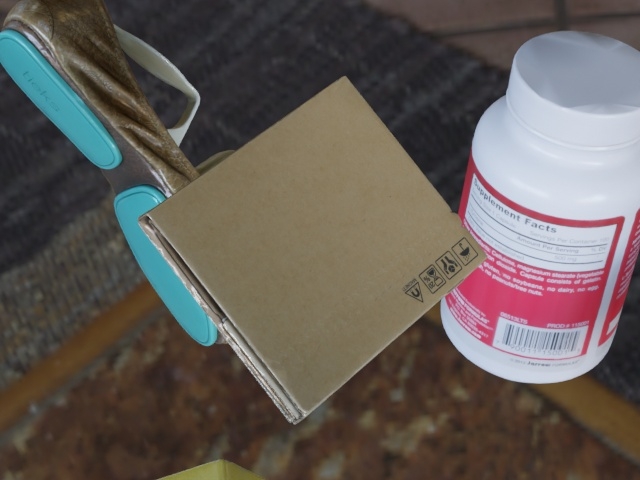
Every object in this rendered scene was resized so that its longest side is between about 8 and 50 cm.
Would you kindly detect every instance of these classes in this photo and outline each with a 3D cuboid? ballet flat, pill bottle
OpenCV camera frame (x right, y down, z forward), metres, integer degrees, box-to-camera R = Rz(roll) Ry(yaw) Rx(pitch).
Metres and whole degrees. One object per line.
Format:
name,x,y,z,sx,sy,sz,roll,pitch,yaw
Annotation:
ballet flat,-0.141,-0.075,1.459,0.124,0.342,0.116,-41,14,-28
pill bottle,0.285,-0.040,2.072,0.229,0.407,0.229,5,40,-4

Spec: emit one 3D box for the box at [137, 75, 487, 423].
box,0.000,0.000,1.121,0.201,0.021,0.164,-38,90,-36

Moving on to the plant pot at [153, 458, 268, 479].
plant pot,-0.080,0.213,1.204,0.081,0.081,0.083,-20,62,18
